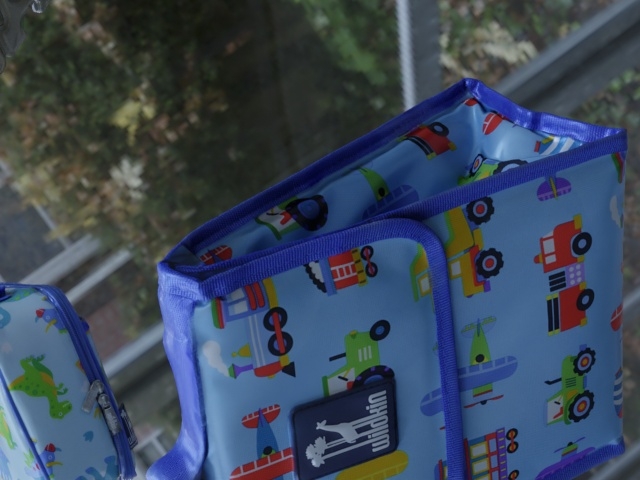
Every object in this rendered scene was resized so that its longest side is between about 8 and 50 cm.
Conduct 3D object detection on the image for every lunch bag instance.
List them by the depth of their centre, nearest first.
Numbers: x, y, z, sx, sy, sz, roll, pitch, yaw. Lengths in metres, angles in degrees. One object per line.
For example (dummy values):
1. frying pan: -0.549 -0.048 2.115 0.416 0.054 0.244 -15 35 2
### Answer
1. lunch bag: 0.027 0.067 0.718 0.138 0.293 0.221 27 133 46
2. lunch bag: -0.236 0.118 1.015 0.219 0.090 0.176 -6 107 61

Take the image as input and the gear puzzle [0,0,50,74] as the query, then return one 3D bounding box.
1. gear puzzle: -0.245 -0.184 0.830 0.044 0.339 0.175 10 144 20
